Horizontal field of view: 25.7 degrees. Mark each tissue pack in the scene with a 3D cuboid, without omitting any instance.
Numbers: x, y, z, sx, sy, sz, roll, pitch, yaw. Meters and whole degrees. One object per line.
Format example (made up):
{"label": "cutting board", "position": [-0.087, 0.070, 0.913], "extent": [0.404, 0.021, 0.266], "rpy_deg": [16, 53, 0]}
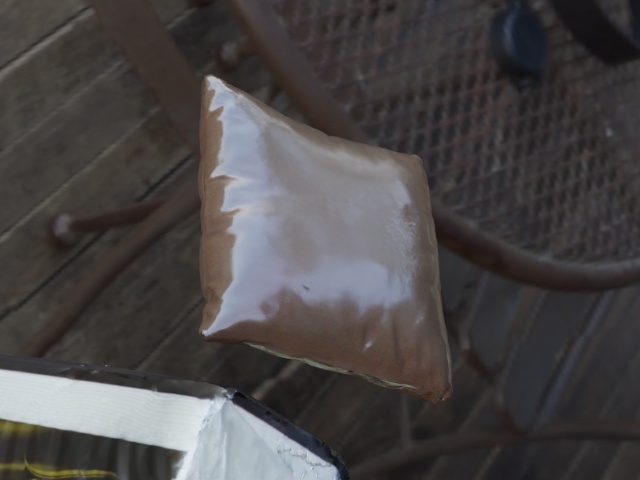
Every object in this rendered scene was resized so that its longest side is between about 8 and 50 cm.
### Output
{"label": "tissue pack", "position": [-0.190, 0.195, 1.033], "extent": [0.210, 0.370, 0.198], "rpy_deg": [36, 64, -49]}

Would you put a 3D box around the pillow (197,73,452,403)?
{"label": "pillow", "position": [0.000, 0.000, 1.448], "extent": [0.308, 0.108, 0.305], "rpy_deg": [18, 53, -34]}
